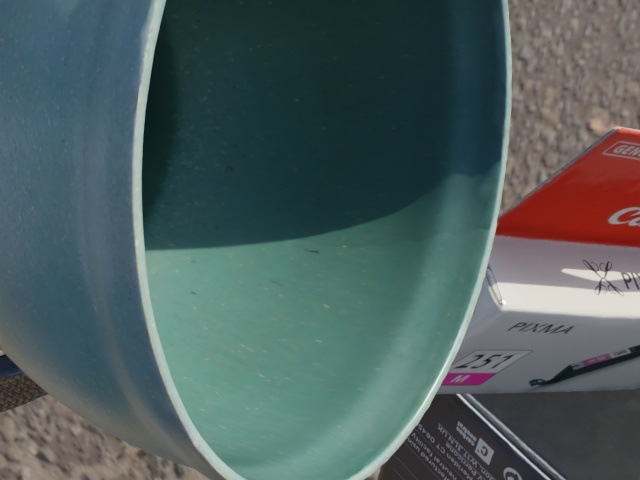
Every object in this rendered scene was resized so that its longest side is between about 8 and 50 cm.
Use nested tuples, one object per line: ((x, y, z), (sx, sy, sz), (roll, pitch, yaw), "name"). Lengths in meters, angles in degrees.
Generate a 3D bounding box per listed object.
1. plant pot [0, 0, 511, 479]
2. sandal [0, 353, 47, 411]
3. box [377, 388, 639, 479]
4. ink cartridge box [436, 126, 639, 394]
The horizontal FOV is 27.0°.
((-0.064, -0.049, 0.583), (0.196, 0.293, 0.293), (8, 65, 31), "plant pot")
((-0.342, 0.143, 1.500), (0.254, 0.097, 0.054), (-15, 59, 14), "sandal")
((0.311, 0.250, 1.387), (0.480, 0.472, 0.297), (-27, 54, -33), "box")
((0.198, 0.027, 0.859), (0.275, 0.239, 0.060), (4, 60, -39), "ink cartridge box")
